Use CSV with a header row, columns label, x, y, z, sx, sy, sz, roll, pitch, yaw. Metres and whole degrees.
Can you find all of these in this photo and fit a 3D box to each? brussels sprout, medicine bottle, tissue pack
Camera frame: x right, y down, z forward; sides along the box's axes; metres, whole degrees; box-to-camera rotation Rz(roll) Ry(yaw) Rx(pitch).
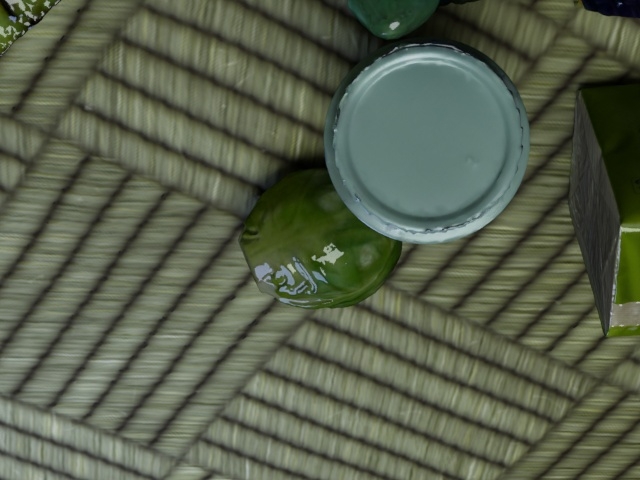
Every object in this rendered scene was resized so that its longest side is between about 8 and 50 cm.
label,x,y,z,sx,sy,sz,roll,pitch,yaw
brussels sprout,0.000,0.002,1.554,0.155,0.117,0.155,-9,134,-10
medicine bottle,0.085,-0.078,1.341,0.158,0.318,0.158,0,92,4
tissue pack,0.380,-0.036,1.502,0.274,0.200,0.167,-5,134,-1

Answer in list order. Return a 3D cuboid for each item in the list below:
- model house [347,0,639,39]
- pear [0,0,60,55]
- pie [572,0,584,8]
label,x,y,z,sx,sy,sz,roll,pitch,yaw
model house,0.156,-0.258,1.234,0.298,0.284,0.243,-26,125,17
pear,-0.290,-0.286,1.231,0.286,0.176,0.282,-37,124,19
pie,0.254,-0.229,1.435,0.084,0.020,0.084,-3,132,-3
